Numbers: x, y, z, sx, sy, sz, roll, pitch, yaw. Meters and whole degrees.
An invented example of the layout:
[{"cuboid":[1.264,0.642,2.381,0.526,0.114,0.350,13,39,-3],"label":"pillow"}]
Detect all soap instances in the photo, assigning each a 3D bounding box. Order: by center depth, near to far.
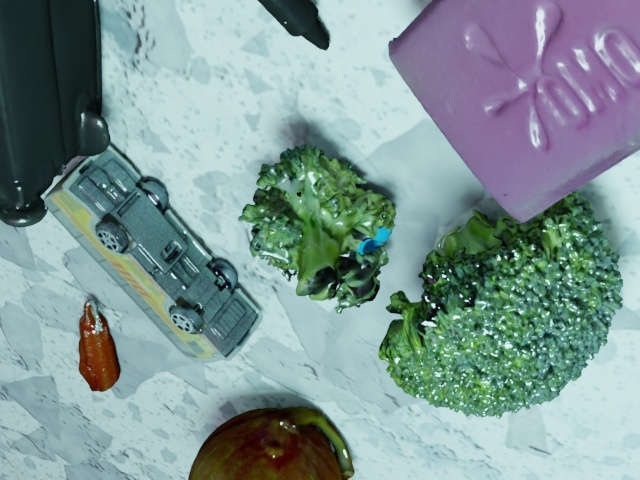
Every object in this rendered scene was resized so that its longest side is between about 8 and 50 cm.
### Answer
[{"cuboid":[0.179,-0.141,0.749,0.181,0.081,0.259,53,147,0],"label":"soap"}]

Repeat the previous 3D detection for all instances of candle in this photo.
[{"cuboid":[-0.293,0.138,1.380,0.053,0.048,0.162,-3,132,-5],"label":"candle"}]

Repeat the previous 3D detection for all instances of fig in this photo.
[{"cuboid":[-0.060,0.286,1.286,0.205,0.205,0.205,17,136,18],"label":"fig"}]

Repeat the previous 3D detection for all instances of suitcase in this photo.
[{"cuboid":[-0.374,-0.215,0.998,0.339,0.188,0.345,20,138,13],"label":"suitcase"}]

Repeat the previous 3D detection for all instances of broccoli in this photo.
[{"cuboid":[0.159,0.056,0.938,0.176,0.198,0.226,27,118,60],"label":"broccoli"},{"cuboid":[0.000,0.000,0.993,0.154,0.160,0.167,6,126,-9],"label":"broccoli"}]

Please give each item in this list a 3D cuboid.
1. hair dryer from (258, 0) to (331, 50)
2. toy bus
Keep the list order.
[{"cuboid":[-0.062,-0.249,0.864,0.070,0.114,0.248,-8,144,44],"label":"hair dryer"},{"cuboid":[-0.185,0.022,1.178,0.268,0.092,0.106,50,145,-18],"label":"toy bus"}]
